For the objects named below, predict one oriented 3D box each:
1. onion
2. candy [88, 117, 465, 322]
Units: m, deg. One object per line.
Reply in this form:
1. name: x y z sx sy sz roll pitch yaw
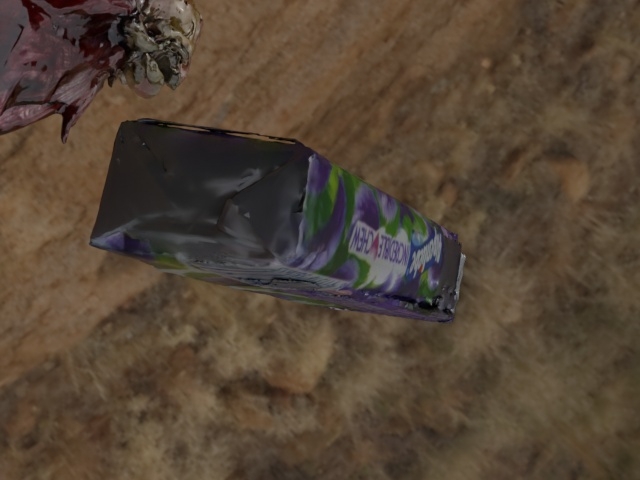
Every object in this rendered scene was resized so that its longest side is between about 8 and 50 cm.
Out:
1. onion: -0.227 -0.167 0.660 0.281 0.221 0.280 -5 106 -19
2. candy: 0.000 0.000 0.550 0.312 0.088 0.061 23 74 -71
